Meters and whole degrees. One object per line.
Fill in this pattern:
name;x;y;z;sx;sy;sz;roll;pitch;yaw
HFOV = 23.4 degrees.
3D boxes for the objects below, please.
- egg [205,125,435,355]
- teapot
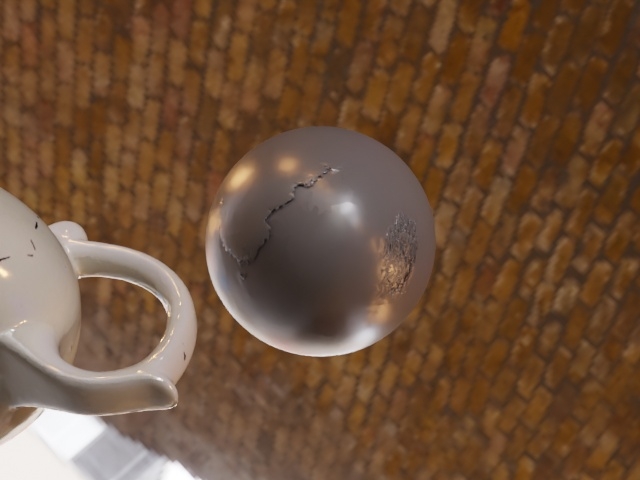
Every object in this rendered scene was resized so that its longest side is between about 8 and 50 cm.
egg;0.000;0.000;0.979;0.146;0.146;0.198;45;-5;5
teapot;-0.216;0.049;0.823;0.300;0.166;0.208;-5;-54;6
